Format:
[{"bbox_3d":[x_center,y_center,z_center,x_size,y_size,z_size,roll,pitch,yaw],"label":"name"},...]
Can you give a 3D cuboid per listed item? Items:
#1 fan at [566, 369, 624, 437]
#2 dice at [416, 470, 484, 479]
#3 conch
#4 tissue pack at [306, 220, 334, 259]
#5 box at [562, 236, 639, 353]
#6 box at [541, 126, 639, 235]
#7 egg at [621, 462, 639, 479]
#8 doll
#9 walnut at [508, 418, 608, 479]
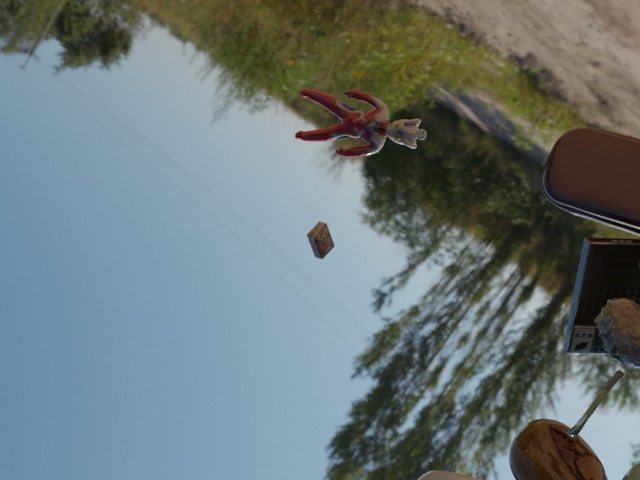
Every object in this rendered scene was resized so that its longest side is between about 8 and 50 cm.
[{"bbox_3d":[0.553,0.323,1.432,0.016,0.193,0.038,47,153,8],"label":"fan"},{"bbox_3d":[0.437,0.906,2.222,0.304,0.304,0.277,-9,139,45],"label":"dice"},{"bbox_3d":[0.605,0.169,1.316,0.155,0.130,0.207,-26,-156,-36],"label":"conch"},{"bbox_3d":[0.000,0.000,1.910,0.035,0.063,0.083,16,139,36],"label":"tissue pack"},{"bbox_3d":[0.760,0.150,1.899,0.181,0.324,0.047,2,-158,-4],"label":"box"},{"bbox_3d":[0.844,-0.171,2.046,0.404,0.263,0.108,23,-176,23],"label":"box"},{"bbox_3d":[0.718,0.574,1.552,0.150,0.192,0.149,16,149,10],"label":"egg"},{"bbox_3d":[0.115,-0.325,2.029,0.384,0.188,0.099,11,-166,20],"label":"doll"},{"bbox_3d":[0.600,0.580,1.778,0.203,0.203,0.298,22,-157,-46],"label":"walnut"}]
